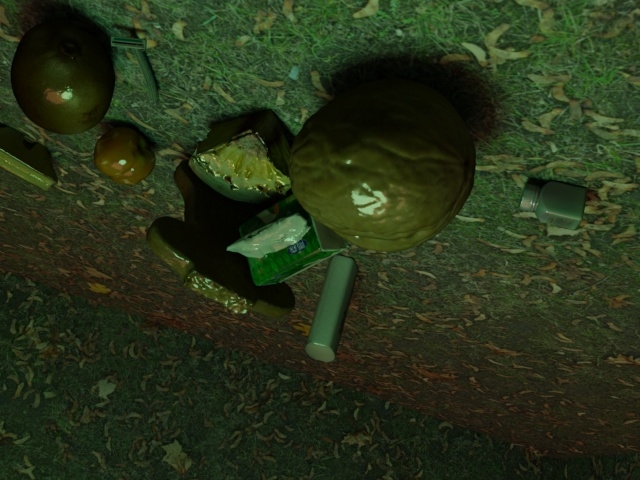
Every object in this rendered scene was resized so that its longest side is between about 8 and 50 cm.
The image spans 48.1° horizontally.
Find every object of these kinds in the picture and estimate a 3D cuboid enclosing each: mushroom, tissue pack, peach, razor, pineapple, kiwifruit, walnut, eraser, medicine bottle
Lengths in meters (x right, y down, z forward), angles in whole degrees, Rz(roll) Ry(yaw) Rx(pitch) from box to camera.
[{"bbox_3d":[-0.130,-0.142,1.626,0.351,0.095,0.122,12,131,11],"label":"mushroom"},{"bbox_3d":[-0.077,-0.007,1.517,0.209,0.148,0.156,-27,165,35],"label":"tissue pack"},{"bbox_3d":[-0.458,-0.196,1.670,0.138,0.138,0.138,14,157,6],"label":"peach"},{"bbox_3d":[-0.343,-0.335,1.391,0.068,0.037,0.191,9,158,7],"label":"razor"},{"bbox_3d":[-0.138,-0.186,1.490,0.237,0.114,0.186,17,145,3],"label":"pineapple"},{"bbox_3d":[-0.485,-0.306,1.355,0.196,0.195,0.234,25,160,-18],"label":"kiwifruit"},{"bbox_3d":[0.103,-0.130,1.251,0.333,0.332,0.333,14,157,6],"label":"walnut"},{"bbox_3d":[0.032,0.195,2.037,0.095,0.270,0.174,13,156,5],"label":"eraser"},{"bbox_3d":[0.450,-0.073,1.396,0.118,0.074,0.055,13,157,7],"label":"medicine bottle"}]

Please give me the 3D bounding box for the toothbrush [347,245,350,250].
[{"bbox_3d":[0.000,0.000,1.944,0.167,0.014,0.011,15,166,4],"label":"toothbrush"}]

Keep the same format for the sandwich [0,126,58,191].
[{"bbox_3d":[-0.794,-0.231,1.878,0.244,0.088,0.090,35,143,-29],"label":"sandwich"}]

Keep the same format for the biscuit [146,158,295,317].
[{"bbox_3d":[-0.224,-0.005,1.637,0.368,0.394,0.076,29,124,-27],"label":"biscuit"}]
